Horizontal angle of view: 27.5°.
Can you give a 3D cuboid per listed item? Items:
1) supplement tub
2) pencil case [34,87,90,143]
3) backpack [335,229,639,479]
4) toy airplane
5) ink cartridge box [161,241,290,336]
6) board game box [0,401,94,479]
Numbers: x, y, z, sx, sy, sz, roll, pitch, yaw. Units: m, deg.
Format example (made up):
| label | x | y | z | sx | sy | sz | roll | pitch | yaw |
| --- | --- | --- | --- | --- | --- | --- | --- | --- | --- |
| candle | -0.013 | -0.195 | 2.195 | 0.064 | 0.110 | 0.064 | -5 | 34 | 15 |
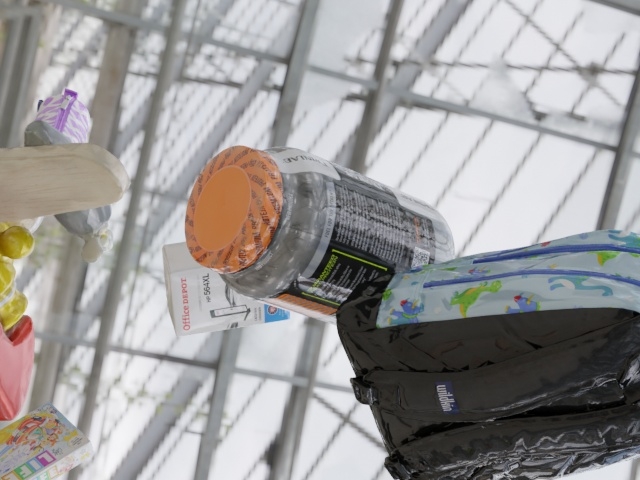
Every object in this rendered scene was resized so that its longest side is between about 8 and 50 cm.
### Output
| label | x | y | z | sx | sy | sz | roll | pitch | yaw |
| --- | --- | --- | --- | --- | --- | --- | --- | --- | --- |
| supplement tub | 0.000 | 0.000 | 1.629 | 0.194 | 0.316 | 0.193 | -21 | -121 | 41 |
| pencil case | -0.391 | -0.144 | 1.940 | 0.088 | 0.086 | 0.206 | -59 | -162 | 30 |
| backpack | 0.245 | 0.129 | 1.450 | 0.356 | 0.290 | 0.273 | -10 | -155 | 37 |
| toy airplane | -0.414 | -0.036 | 1.439 | 0.272 | 0.386 | 0.384 | -34 | 158 | -58 |
| ink cartridge box | -0.160 | 0.073 | 2.234 | 0.086 | 0.203 | 0.148 | -113 | -163 | -51 |
| board game box | -0.378 | 0.274 | 1.647 | 0.103 | 0.154 | 0.026 | 32 | -39 | 40 |
